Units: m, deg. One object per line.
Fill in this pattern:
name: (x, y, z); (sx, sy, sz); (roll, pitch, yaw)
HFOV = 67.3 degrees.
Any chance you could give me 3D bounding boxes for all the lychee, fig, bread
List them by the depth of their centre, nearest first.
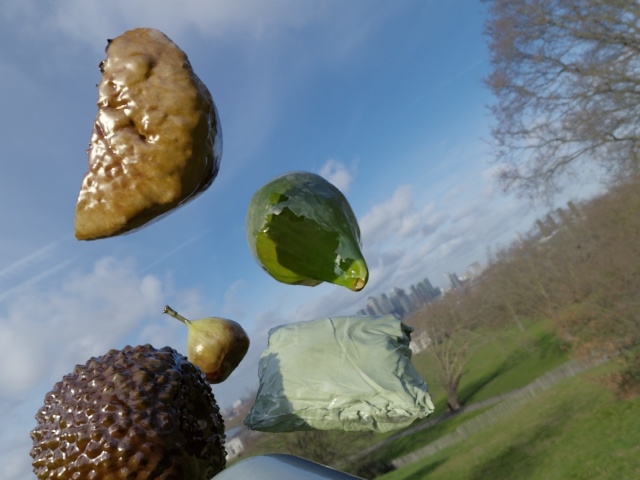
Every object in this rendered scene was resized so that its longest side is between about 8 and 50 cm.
bread: (-0.186, -0.111, 0.572); (0.129, 0.134, 0.260); (12, -87, -80)
lychee: (-0.277, 0.289, 0.698); (0.268, 0.267, 0.267); (-28, -13, -7)
fig: (0.000, 0.000, 0.819); (0.206, 0.275, 0.206); (-18, -59, -32)
fig: (-0.280, 0.234, 1.169); (0.160, 0.230, 0.143); (-44, 13, -22)

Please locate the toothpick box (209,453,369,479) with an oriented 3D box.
toothpick box: (0.008, 0.321, 0.418); (0.263, 0.263, 0.355); (-19, 5, -39)

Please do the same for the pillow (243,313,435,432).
pillow: (0.033, 0.235, 0.858); (0.310, 0.138, 0.283); (-5, 20, 7)
